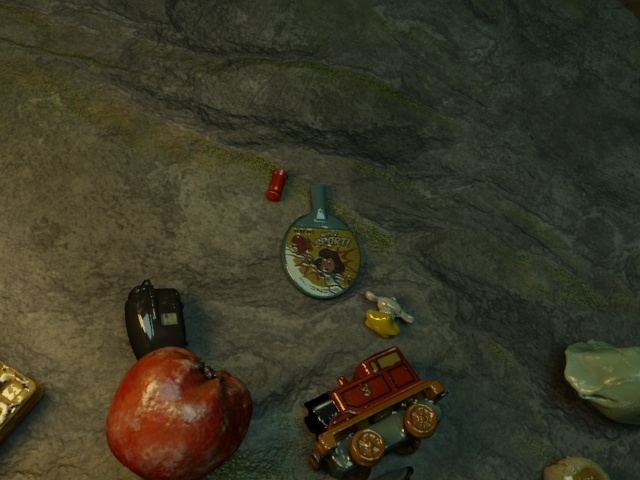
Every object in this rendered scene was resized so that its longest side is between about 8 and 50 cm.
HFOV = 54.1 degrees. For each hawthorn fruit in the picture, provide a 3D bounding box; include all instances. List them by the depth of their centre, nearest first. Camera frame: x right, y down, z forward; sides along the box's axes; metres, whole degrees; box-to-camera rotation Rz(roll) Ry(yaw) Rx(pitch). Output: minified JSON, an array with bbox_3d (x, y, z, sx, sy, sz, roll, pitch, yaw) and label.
[{"bbox_3d":[-0.288,0.354,1.273,0.285,0.284,0.284,7,63,-14],"label":"hawthorn fruit"}]

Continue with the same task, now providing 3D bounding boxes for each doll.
[{"bbox_3d":[0.166,0.181,1.611,0.113,0.071,0.135,-29,71,-35],"label":"doll"}]

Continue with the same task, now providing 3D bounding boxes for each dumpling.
[{"bbox_3d":[0.798,0.376,1.641,0.321,0.270,0.211,39,81,-23],"label":"dumpling"}]

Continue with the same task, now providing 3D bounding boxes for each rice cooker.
[{"bbox_3d":[-0.369,0.188,1.399,0.119,0.142,0.202,-4,74,-30],"label":"rice cooker"}]

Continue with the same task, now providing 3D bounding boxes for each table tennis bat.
[{"bbox_3d":[0.000,0.000,1.663,0.215,0.044,0.328,4,65,-14],"label":"table tennis bat"}]

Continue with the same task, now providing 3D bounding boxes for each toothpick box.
[{"bbox_3d":[-0.119,-0.148,1.694,0.047,0.047,0.083,19,62,-7],"label":"toothpick box"}]

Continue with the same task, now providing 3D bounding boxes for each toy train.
[{"bbox_3d":[0.128,0.394,1.441,0.369,0.163,0.231,-19,59,-24],"label":"toy train"}]

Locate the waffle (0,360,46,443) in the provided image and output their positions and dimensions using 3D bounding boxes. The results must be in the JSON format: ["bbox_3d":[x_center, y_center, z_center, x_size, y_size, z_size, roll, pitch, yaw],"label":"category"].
[{"bbox_3d":[-0.764,0.368,1.208,0.261,0.114,0.376,32,60,3],"label":"waffle"}]

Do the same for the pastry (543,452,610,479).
[{"bbox_3d":[0.628,0.607,1.526,0.166,0.088,0.165,7,61,-12],"label":"pastry"}]

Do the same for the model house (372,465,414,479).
[{"bbox_3d":[0.154,0.610,1.384,0.166,0.106,0.152,-26,85,10],"label":"model house"}]
